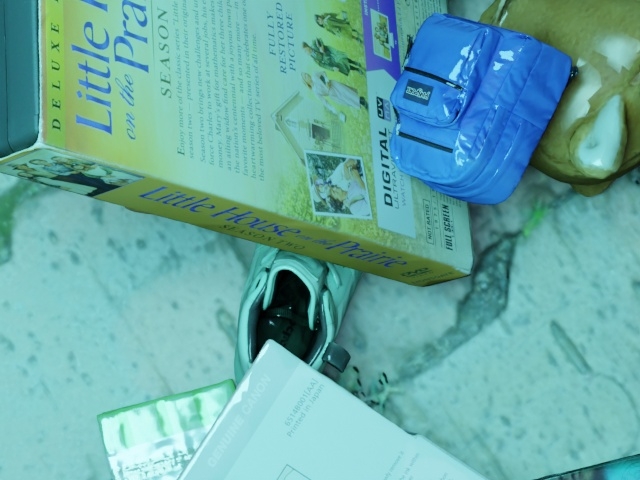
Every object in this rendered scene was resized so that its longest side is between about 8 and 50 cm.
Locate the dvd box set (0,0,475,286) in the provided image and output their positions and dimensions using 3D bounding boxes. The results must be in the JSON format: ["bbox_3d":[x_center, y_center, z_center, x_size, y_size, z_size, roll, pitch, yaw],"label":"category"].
[{"bbox_3d":[-0.053,-0.150,1.180,0.062,0.420,0.307,-19,68,37],"label":"dvd box set"}]

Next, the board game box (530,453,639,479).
[{"bbox_3d":[0.229,0.265,1.339,0.126,0.026,0.186,-13,85,-7],"label":"board game box"}]

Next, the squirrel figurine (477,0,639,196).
[{"bbox_3d":[0.317,-0.168,1.281,0.397,0.281,0.370,37,88,2],"label":"squirrel figurine"}]

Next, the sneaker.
[{"bbox_3d":[0.000,0.001,1.286,0.094,0.151,0.256,14,81,-2],"label":"sneaker"}]

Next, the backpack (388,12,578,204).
[{"bbox_3d":[0.098,-0.092,1.206,0.101,0.098,0.120,19,94,-38],"label":"backpack"}]

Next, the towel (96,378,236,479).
[{"bbox_3d":[-0.099,0.192,1.323,0.113,0.023,0.152,-14,83,-9],"label":"towel"}]

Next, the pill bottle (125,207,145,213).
[{"bbox_3d":[-0.102,-0.142,1.303,0.130,0.130,0.245,1,83,-5],"label":"pill bottle"}]

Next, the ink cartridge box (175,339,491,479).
[{"bbox_3d":[-0.012,0.259,1.215,0.261,0.066,0.296,34,82,-7],"label":"ink cartridge box"}]
